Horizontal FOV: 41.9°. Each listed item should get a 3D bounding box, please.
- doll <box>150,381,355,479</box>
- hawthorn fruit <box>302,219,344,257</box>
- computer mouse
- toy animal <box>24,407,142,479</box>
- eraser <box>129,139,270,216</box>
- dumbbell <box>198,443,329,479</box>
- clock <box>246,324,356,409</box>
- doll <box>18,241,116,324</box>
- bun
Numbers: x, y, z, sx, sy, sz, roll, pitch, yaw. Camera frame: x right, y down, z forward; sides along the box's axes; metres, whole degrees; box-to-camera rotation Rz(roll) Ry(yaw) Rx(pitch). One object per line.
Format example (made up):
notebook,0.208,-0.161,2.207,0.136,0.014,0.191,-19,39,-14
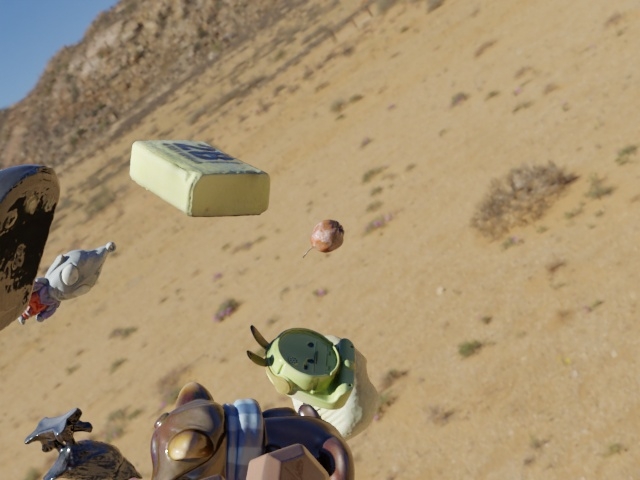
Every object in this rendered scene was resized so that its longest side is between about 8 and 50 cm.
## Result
doll,-0.110,0.369,1.343,0.318,0.339,0.209,-113,40,-59
hawthorn fruit,0.000,0.000,1.682,0.103,0.067,0.067,-29,13,20
computer mouse,-0.459,0.008,1.157,0.269,0.100,0.170,-67,-10,19
toy animal,-0.399,0.387,1.439,0.121,0.210,0.117,-25,33,31
eraser,-0.152,-0.081,1.044,0.117,0.058,0.172,-3,20,-36
dumbbell,-0.085,0.289,0.918,0.231,0.092,0.082,-35,7,45
clock,-0.043,0.247,1.712,0.170,0.231,0.069,-85,16,-53
doll,-0.486,0.074,1.593,0.227,0.102,0.075,-35,46,-15
bun,0.037,0.373,2.117,0.168,0.273,0.272,-17,-1,-42
